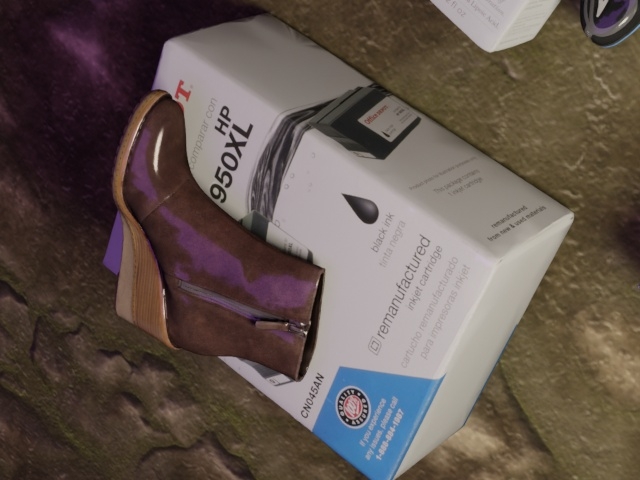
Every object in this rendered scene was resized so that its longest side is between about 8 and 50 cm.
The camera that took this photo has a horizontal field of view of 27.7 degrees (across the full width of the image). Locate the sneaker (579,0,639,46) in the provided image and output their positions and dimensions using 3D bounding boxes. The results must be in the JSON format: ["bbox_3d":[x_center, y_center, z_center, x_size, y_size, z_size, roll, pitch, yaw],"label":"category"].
[{"bbox_3d":[0.259,-0.242,1.054,0.067,0.078,0.188,40,128,18],"label":"sneaker"}]

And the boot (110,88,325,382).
[{"bbox_3d":[-0.087,-0.004,1.199,0.207,0.090,0.248,15,115,19],"label":"boot"}]

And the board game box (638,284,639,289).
[{"bbox_3d":[0.460,0.086,1.027,0.347,0.078,0.233,49,128,11],"label":"board game box"}]

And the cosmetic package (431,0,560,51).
[{"bbox_3d":[0.182,-0.283,1.091,0.117,0.085,0.231,46,129,17],"label":"cosmetic package"}]

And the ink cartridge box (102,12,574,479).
[{"bbox_3d":[0.000,0.000,1.280,0.395,0.166,0.285,36,124,22],"label":"ink cartridge box"}]
